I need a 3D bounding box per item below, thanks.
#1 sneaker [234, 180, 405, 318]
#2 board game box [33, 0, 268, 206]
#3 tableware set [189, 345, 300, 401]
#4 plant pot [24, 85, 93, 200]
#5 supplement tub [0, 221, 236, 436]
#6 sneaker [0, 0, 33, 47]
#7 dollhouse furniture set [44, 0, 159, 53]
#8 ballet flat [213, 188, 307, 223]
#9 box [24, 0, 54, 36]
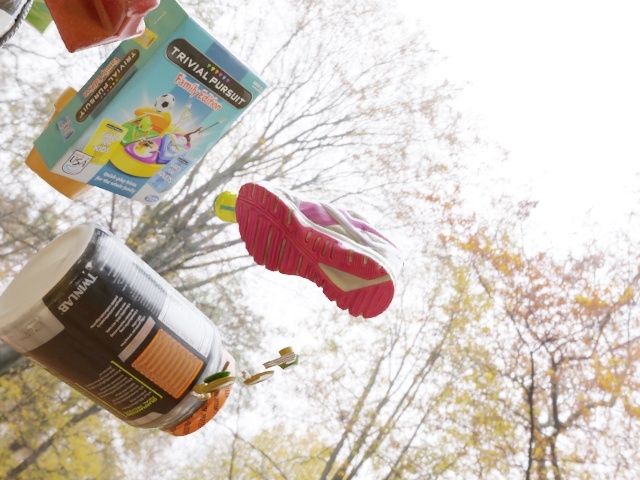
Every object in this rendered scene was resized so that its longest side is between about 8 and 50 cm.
[{"bbox_3d":[0.000,0.000,0.711,0.252,0.111,0.103,34,-59,17],"label":"sneaker"},{"bbox_3d":[-0.285,-0.226,0.972,0.336,0.254,0.079,-44,-113,11],"label":"board game box"},{"bbox_3d":[-0.102,0.181,0.754,0.104,0.154,0.024,83,-16,-66],"label":"tableware set"},{"bbox_3d":[-0.529,-0.198,1.205,0.205,0.188,0.205,39,-7,6],"label":"plant pot"},{"bbox_3d":[-0.279,0.140,0.794,0.193,0.193,0.316,-11,-49,39],"label":"supplement tub"},{"bbox_3d":[-0.498,-0.252,0.670,0.122,0.330,0.146,-10,-48,38],"label":"sneaker"},{"bbox_3d":[-0.276,-0.281,0.438,0.374,0.152,0.201,44,-41,26],"label":"dollhouse furniture set"},{"bbox_3d":[-0.083,-0.053,0.985,0.077,0.231,0.077,11,-82,42],"label":"ballet flat"},{"bbox_3d":[-0.470,-0.545,0.911,0.232,0.322,0.058,36,-1,-25],"label":"box"}]
